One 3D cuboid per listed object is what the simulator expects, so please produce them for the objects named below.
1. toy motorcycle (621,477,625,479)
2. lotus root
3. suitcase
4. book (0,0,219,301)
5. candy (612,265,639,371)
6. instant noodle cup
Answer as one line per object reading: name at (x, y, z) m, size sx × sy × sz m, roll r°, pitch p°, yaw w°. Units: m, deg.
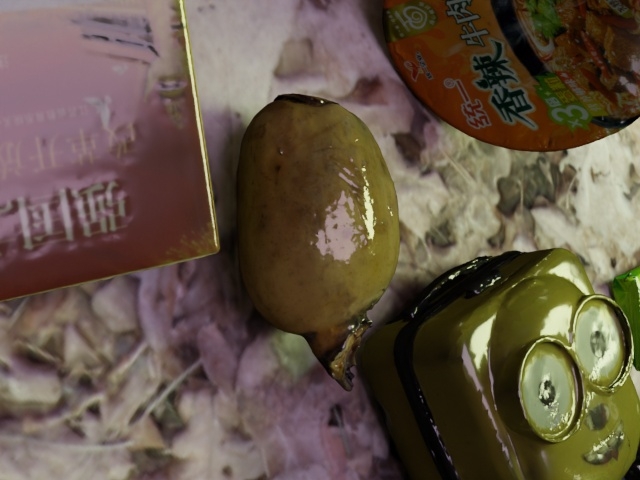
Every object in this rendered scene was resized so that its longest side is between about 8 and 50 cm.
toy motorcycle at (0.284, 0.260, 1.083) m, size 0.114 × 0.076 × 0.205 m, roll 11°, pitch 74°, yaw -48°
lotus root at (0.000, 0.000, 0.858) m, size 0.125 × 0.118 × 0.220 m, roll -5°, pitch 83°, yaw -23°
suitcase at (0.161, 0.130, 0.950) m, size 0.194 × 0.143 × 0.234 m, roll -32°, pitch 103°, yaw -39°
book at (-0.204, -0.149, 0.702) m, size 0.263 × 0.028 × 0.373 m, roll -13°, pitch 100°, yaw -31°
candy at (0.353, 0.059, 1.198) m, size 0.178 × 0.032 × 0.102 m, roll -19°, pitch 99°, yaw -42°
instant noodle cup at (0.189, -0.215, 0.995) m, size 0.230 × 0.230 × 0.182 m, roll 49°, pitch 45°, yaw -23°
